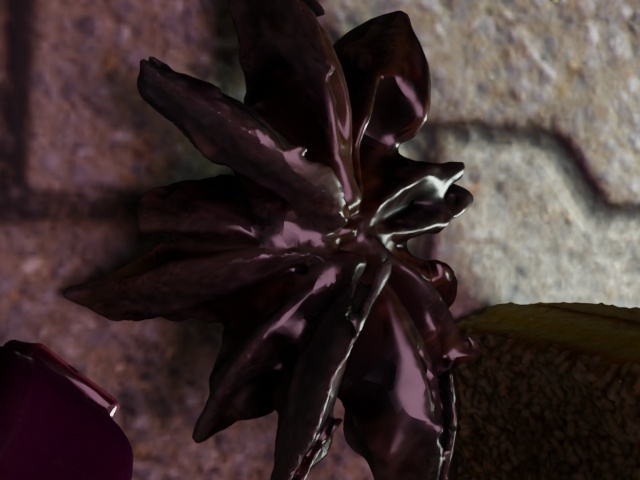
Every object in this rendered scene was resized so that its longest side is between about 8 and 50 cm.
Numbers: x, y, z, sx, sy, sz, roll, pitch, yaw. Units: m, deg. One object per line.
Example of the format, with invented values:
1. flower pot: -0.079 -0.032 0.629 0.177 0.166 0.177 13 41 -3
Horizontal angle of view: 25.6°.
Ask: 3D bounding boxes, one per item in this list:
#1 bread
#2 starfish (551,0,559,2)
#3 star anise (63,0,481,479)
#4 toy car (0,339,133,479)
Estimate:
1. bread: 0.168 0.158 0.785 0.110 0.184 0.234 -14 107 -39
2. starfish: 0.076 -0.264 0.690 0.231 0.048 0.295 -4 112 -24
3. star anise: -0.003 -0.001 0.675 0.212 0.129 0.283 -23 102 -39
4. toy car: -0.233 0.130 0.450 0.240 0.271 0.341 38 74 -16
